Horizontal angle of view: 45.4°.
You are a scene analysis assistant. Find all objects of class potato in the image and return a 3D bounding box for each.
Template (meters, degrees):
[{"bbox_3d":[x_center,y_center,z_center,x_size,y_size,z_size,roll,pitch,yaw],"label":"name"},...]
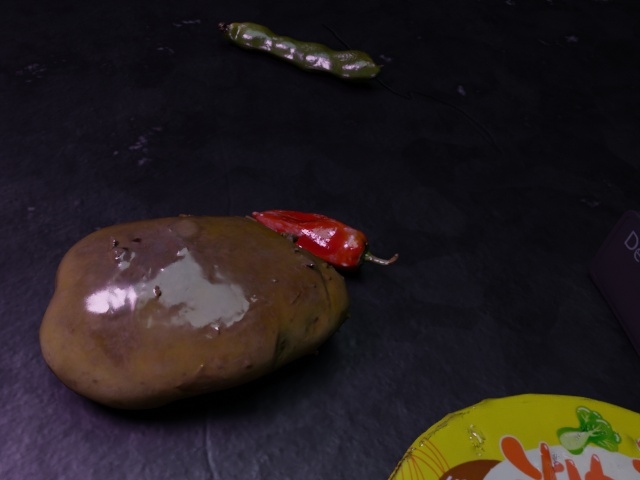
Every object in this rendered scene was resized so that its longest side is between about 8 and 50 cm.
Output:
[{"bbox_3d":[-0.114,0.057,0.734,0.296,0.141,0.192,-4,50,-19],"label":"potato"}]

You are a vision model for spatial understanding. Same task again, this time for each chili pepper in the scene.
[{"bbox_3d":[0.000,0.001,0.874,0.191,0.050,0.059,19,47,24],"label":"chili pepper"}]

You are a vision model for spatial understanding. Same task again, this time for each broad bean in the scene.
[{"bbox_3d":[-0.030,-0.284,1.148,0.256,0.053,0.052,19,83,7],"label":"broad bean"}]

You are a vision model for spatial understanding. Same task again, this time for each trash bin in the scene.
[{"bbox_3d":[0.461,0.053,0.877,0.225,0.115,0.165,-2,47,-17],"label":"trash bin"}]

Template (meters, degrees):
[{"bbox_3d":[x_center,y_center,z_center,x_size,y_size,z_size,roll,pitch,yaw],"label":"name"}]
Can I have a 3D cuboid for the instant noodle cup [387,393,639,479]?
[{"bbox_3d":[0.149,0.284,0.497,0.311,0.222,0.311,9,42,-8],"label":"instant noodle cup"}]
